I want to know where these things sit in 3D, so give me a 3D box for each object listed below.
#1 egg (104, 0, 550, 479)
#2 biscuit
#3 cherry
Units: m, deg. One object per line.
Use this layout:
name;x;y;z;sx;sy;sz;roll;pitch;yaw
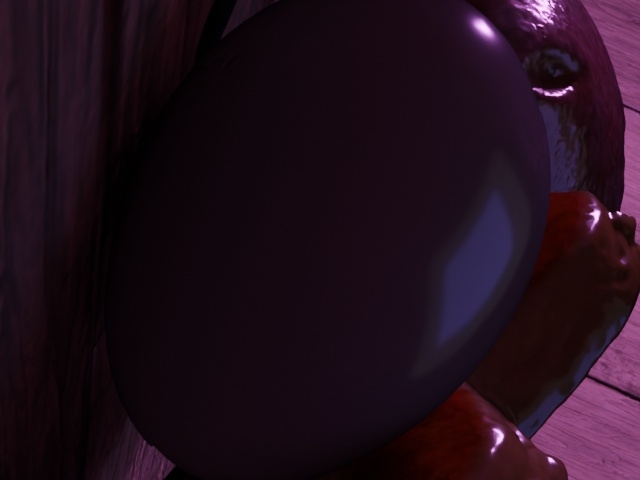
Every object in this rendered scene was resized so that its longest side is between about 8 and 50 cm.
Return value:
egg;0.000;0.000;0.441;0.198;0.146;0.146;-57;180;5
biscuit;-0.038;0.143;0.579;0.394;0.076;0.368;-37;-171;38
cherry;0.084;-0.068;0.766;0.307;0.221;0.261;29;48;-85
